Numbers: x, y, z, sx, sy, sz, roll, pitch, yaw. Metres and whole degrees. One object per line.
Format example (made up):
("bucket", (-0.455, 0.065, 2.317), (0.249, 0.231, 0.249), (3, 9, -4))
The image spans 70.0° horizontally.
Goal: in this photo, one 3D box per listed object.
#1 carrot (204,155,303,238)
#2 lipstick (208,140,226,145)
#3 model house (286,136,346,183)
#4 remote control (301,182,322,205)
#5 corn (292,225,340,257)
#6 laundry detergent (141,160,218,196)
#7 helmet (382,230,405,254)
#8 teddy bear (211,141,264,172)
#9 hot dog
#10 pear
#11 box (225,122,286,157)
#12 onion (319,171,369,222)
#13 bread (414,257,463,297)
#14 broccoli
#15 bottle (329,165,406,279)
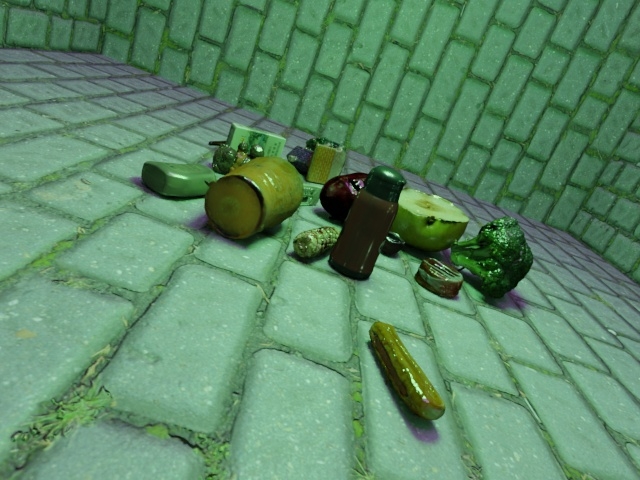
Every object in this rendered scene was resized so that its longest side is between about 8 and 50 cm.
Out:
("carrot", (-0.188, -0.142, 1.416), (0.224, 0.224, 0.340), (25, 22, 9))
("lipstick", (-0.489, -0.479, 2.254), (0.027, 0.027, 0.176), (29, 23, 20))
("model house", (-0.028, -0.419, 2.305), (0.237, 0.202, 0.237), (29, 21, 20))
("remote control", (-0.083, -0.187, 1.826), (0.049, 0.090, 0.230), (33, 21, 30))
("corn", (0.000, 0.000, 1.446), (0.086, 0.086, 0.253), (29, 18, 19))
("laundry detergent", (-0.443, -0.207, 1.511), (0.181, 0.091, 0.253), (26, 20, 29))
("helmet", (0.256, 0.011, 1.694), (0.098, 0.070, 0.123), (31, 14, 6))
("teddy bear", (-0.339, -0.316, 1.848), (0.190, 0.177, 0.140), (20, -25, -7))
("hot dog", (0.173, 0.269, 0.970), (0.087, 0.061, 0.286), (19, 19, -18))
("pear", (0.415, -0.067, 1.879), (0.340, 0.191, 0.386), (17, 21, 5))
("box", (-0.303, -0.426, 2.101), (0.256, 0.164, 0.069), (6, 26, -36))
("onion", (0.131, -0.165, 1.809), (0.280, 0.221, 0.281), (14, 4, -1))
("bread", (0.404, 0.125, 1.551), (0.160, 0.073, 0.160), (20, 20, -7))
("broccoli", (0.632, 0.068, 1.694), (0.283, 0.304, 0.321), (5, -14, 28))
("bottle", (0.149, -0.058, 1.375), (0.143, 0.336, 0.144), (20, 19, -7))
